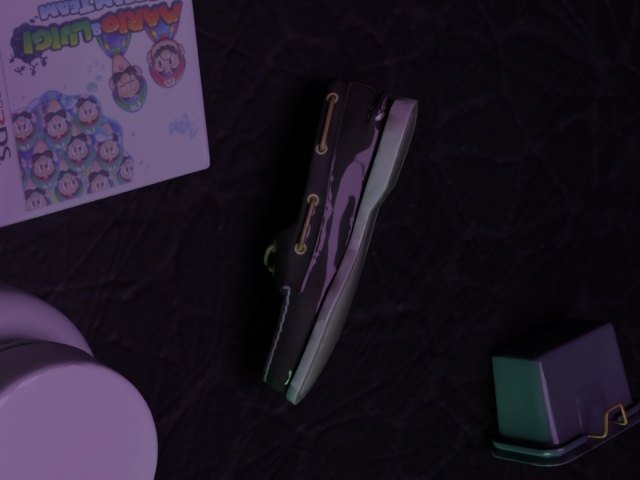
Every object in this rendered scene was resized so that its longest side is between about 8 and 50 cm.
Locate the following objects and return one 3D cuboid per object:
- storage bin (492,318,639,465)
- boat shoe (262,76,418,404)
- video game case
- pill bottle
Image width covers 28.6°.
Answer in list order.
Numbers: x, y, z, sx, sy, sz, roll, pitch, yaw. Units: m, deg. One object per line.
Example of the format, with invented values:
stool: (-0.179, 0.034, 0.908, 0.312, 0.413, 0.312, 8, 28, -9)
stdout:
storage bin: (0.212, 0.127, 1.085, 0.135, 0.098, 0.091, -20, 103, -36)
boat shoe: (0.000, 0.000, 0.880, 0.081, 0.068, 0.228, 9, 101, -82)
video game case: (-0.141, -0.096, 0.762, 0.157, 0.019, 0.143, -20, 113, -37)
pill bottle: (-0.185, 0.080, 0.626, 0.131, 0.229, 0.131, -12, 109, -38)
